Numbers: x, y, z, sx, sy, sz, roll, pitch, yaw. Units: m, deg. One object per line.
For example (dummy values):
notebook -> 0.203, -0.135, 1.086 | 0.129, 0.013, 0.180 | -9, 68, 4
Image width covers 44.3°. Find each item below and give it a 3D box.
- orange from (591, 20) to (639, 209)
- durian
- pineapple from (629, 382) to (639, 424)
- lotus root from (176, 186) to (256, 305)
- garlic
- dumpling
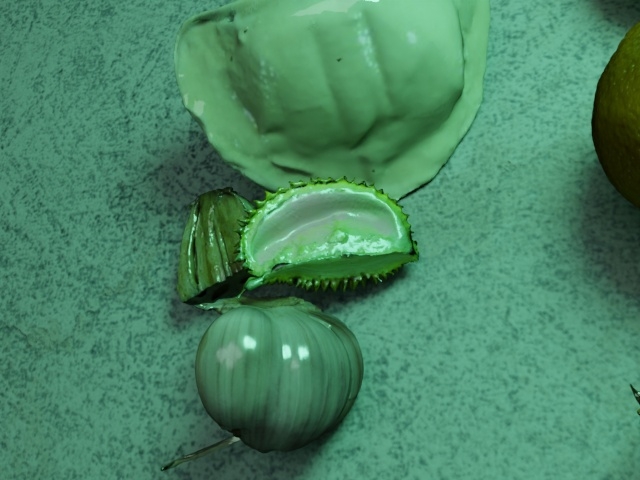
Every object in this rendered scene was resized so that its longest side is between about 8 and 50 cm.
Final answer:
orange -> 0.399, -0.119, 0.748 | 0.264, 0.264, 0.264 | -9, 65, 20
durian -> -0.002, 0.000, 0.952 | 0.220, 0.095, 0.137 | -8, 66, -13
pineapple -> 0.452, 0.166, 0.694 | 0.334, 0.158, 0.161 | -5, 28, 17
lotus root -> -0.119, 0.003, 1.036 | 0.143, 0.070, 0.144 | -21, 66, 22
garlic -> -0.089, 0.150, 0.905 | 0.256, 0.207, 0.207 | -29, 59, 23
dumpling -> 0.024, -0.189, 0.959 | 0.394, 0.233, 0.316 | -7, 97, -4
